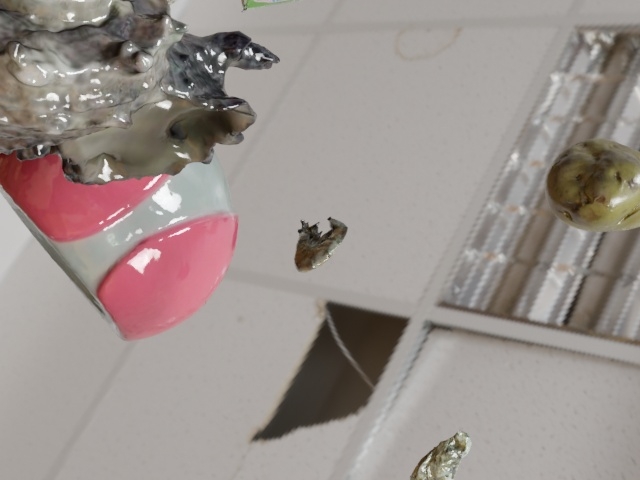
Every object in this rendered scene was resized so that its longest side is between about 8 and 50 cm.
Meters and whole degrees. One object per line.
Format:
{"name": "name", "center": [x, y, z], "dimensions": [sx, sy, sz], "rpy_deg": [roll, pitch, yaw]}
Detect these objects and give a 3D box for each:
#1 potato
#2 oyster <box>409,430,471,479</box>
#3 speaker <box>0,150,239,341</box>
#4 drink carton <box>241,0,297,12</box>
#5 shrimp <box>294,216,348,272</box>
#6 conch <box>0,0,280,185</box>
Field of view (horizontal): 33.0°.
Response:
{"name": "potato", "center": [0.423, -0.076, 1.597], "dimensions": [0.154, 0.200, 0.137], "rpy_deg": [36, -67, 31]}
{"name": "oyster", "center": [0.138, 0.245, 1.175], "dimensions": [0.037, 0.100, 0.098], "rpy_deg": [43, -82, 22]}
{"name": "speaker", "center": [-0.230, -0.025, 1.242], "dimensions": [0.294, 0.294, 0.294], "rpy_deg": [-22, -136, 23]}
{"name": "drink carton", "center": [-0.048, -0.474, 1.785], "dimensions": [0.161, 0.108, 0.271], "rpy_deg": [-12, 177, -13]}
{"name": "shrimp", "center": [0.000, 0.000, 1.535], "dimensions": [0.091, 0.034, 0.161], "rpy_deg": [-32, -160, 6]}
{"name": "conch", "center": [-0.169, -0.136, 0.780], "dimensions": [0.240, 0.313, 0.186], "rpy_deg": [22, -91, 45]}
